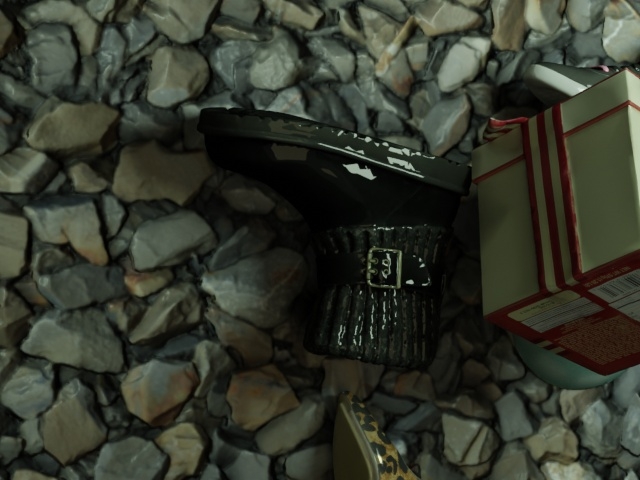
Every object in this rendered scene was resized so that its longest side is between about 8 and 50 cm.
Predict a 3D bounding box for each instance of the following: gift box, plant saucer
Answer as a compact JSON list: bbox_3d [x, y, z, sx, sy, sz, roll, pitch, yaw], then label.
[{"bbox_3d":[0.319,-0.036,1.495,0.276,0.255,0.258,31,49,-38],"label":"gift box"},{"bbox_3d":[0.334,0.095,1.689,0.194,0.037,0.195,-2,99,-13],"label":"plant saucer"}]

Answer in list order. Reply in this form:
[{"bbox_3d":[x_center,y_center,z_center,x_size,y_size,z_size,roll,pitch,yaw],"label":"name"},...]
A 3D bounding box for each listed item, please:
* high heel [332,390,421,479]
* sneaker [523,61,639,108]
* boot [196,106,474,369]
[{"bbox_3d":[0.117,0.291,1.664,0.186,0.093,0.261,-15,84,-38],"label":"high heel"},{"bbox_3d":[0.384,-0.200,1.631,0.295,0.104,0.147,17,91,-19],"label":"sneaker"},{"bbox_3d":[0.002,0.001,1.552,0.347,0.131,0.260,15,94,-15],"label":"boot"}]
